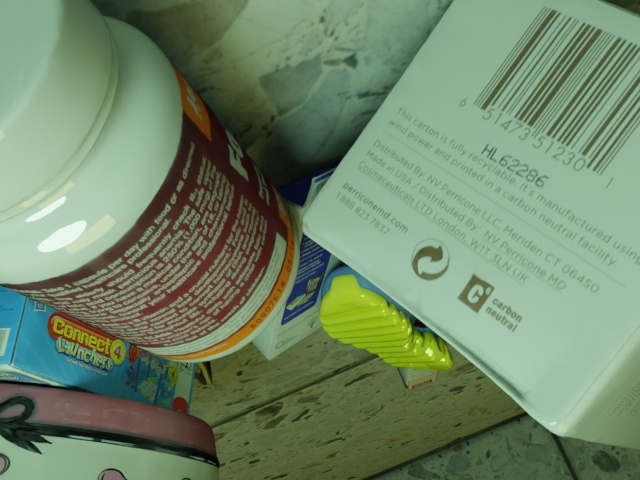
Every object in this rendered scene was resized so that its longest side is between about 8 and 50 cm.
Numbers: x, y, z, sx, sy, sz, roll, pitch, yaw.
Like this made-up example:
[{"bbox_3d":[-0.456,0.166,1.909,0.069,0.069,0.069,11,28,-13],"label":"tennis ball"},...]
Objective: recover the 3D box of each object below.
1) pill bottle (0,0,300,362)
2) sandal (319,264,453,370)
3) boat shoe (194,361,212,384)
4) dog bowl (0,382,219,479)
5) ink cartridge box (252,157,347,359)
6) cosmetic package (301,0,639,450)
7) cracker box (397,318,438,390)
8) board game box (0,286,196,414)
[{"bbox_3d":[-0.181,-0.045,0.622,0.224,0.224,0.392,-25,153,7],"label":"pill bottle"},{"bbox_3d":[0.096,0.087,1.013,0.126,0.138,0.317,-2,159,26],"label":"sandal"},{"bbox_3d":[-0.216,0.200,1.218,0.049,0.056,0.152,-14,142,-4],"label":"boat shoe"},{"bbox_3d":[-0.300,0.269,0.825,0.407,0.151,0.408,5,157,2],"label":"dog bowl"},{"bbox_3d":[0.000,0.000,0.911,0.165,0.065,0.333,-28,150,-36],"label":"ink cartridge box"},{"bbox_3d":[0.266,-0.011,0.774,0.328,0.329,0.393,-55,144,6],"label":"cosmetic package"},{"bbox_3d":[0.151,0.152,1.269,0.067,0.156,0.232,-19,152,-3],"label":"cracker box"},{"bbox_3d":[-0.356,0.144,0.845,0.308,0.086,0.302,-5,156,22],"label":"board game box"}]
